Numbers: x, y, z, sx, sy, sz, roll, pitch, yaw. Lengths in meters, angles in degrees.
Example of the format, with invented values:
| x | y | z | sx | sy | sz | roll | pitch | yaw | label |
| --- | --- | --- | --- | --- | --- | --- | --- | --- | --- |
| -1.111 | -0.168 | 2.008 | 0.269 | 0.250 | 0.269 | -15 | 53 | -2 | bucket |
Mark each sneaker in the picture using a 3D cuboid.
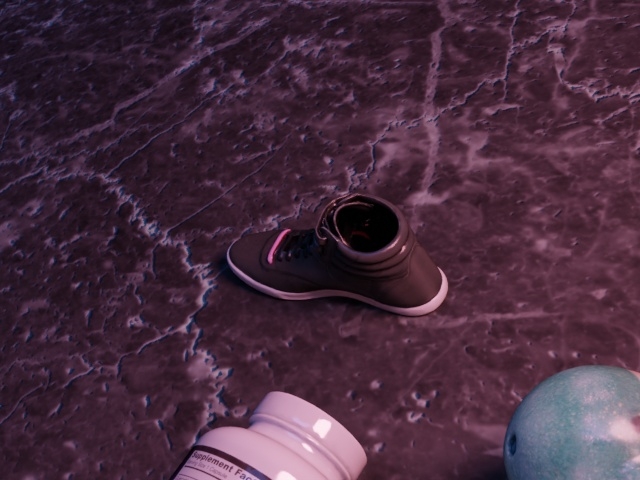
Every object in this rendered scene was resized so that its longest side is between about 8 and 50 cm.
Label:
| x | y | z | sx | sy | sz | roll | pitch | yaw | label |
| --- | --- | --- | --- | --- | --- | --- | --- | --- | --- |
| 0.000 | 0.000 | 1.266 | 0.296 | 0.147 | 0.104 | 9 | 56 | 29 | sneaker |

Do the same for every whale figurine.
| x | y | z | sx | sy | sz | roll | pitch | yaw | label |
| --- | --- | --- | --- | --- | --- | --- | --- | --- | --- |
| 0.227 | 0.241 | 0.924 | 0.141 | 0.216 | 0.272 | 14 | 68 | -8 | whale figurine |

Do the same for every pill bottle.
| x | y | z | sx | sy | sz | roll | pitch | yaw | label |
| --- | --- | --- | --- | --- | --- | --- | --- | --- | --- |
| -0.092 | 0.308 | 1.003 | 0.181 | 0.181 | 0.323 | 19 | 58 | 33 | pill bottle |
